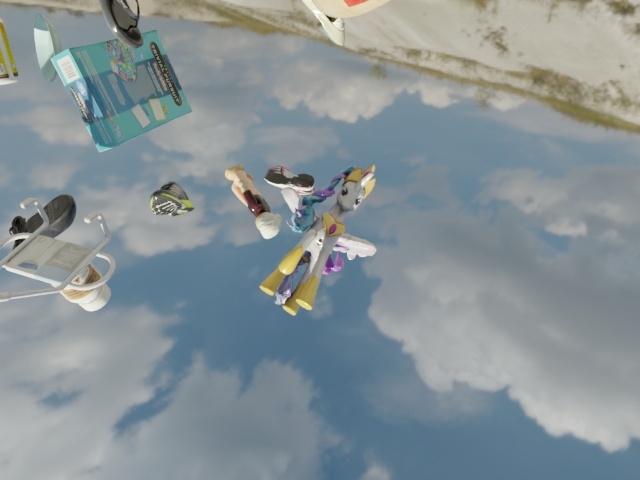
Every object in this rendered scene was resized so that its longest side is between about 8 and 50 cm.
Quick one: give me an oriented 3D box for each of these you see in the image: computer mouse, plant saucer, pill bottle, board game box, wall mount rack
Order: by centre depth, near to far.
[{"bbox_3d":[-0.649,0.038,1.179,0.350,0.130,0.304,12,-135,20],"label":"wall mount rack"},{"bbox_3d":[-0.919,-0.539,1.470,0.117,0.215,0.117,-4,-157,2],"label":"pill bottle"},{"bbox_3d":[-0.530,-0.422,1.484,0.079,0.254,0.336,-10,-158,30],"label":"board game box"},{"bbox_3d":[-0.800,-0.568,1.589,0.037,0.195,0.195,-15,-148,-36],"label":"plant saucer"},{"bbox_3d":[-0.768,0.122,1.697,0.131,0.229,0.131,-8,-131,10],"label":"pill bottle"},{"bbox_3d":[-0.923,-0.057,1.815,0.272,0.072,0.188,-31,-127,9],"label":"computer mouse"}]

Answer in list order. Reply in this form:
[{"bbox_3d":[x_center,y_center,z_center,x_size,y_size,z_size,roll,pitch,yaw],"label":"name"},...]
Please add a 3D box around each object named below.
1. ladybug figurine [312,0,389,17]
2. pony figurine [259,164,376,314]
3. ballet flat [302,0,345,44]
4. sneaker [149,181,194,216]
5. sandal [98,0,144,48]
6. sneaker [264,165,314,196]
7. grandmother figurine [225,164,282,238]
[{"bbox_3d":[0.126,-0.717,1.238,0.162,0.449,0.305,12,-125,-52],"label":"ladybug figurine"},{"bbox_3d":[0.000,0.000,1.316,0.302,0.351,0.363,34,-107,-5],"label":"pony figurine"},{"bbox_3d":[0.026,-0.738,1.739,0.248,0.086,0.086,37,-177,-40],"label":"ballet flat"},{"bbox_3d":[-0.585,-0.166,2.059,0.111,0.121,0.300,-23,177,1],"label":"sneaker"},{"bbox_3d":[-0.434,-0.534,1.134,0.054,0.254,0.097,-8,-147,12],"label":"sandal"},{"bbox_3d":[-0.097,-0.175,1.699,0.178,0.077,0.072,22,-116,24],"label":"sneaker"},{"bbox_3d":[-0.227,-0.128,1.898,0.208,0.104,0.342,34,-164,-45],"label":"grandmother figurine"}]
